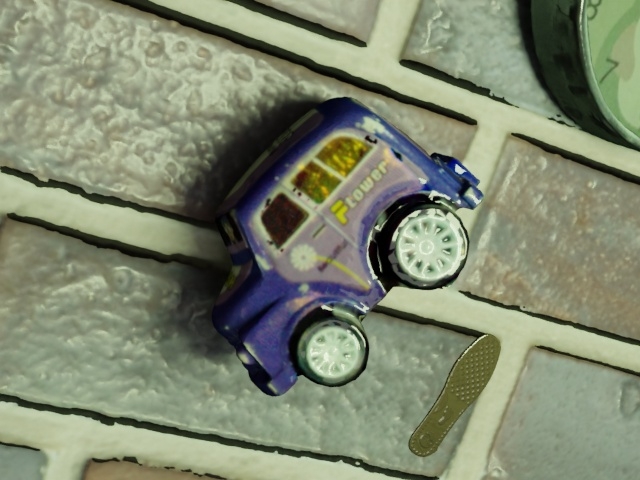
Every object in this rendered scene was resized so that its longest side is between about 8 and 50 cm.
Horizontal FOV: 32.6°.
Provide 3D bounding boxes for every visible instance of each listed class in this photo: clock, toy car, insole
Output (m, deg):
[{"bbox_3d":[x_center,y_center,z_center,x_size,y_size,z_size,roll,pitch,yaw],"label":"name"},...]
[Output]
[{"bbox_3d":[0.331,-0.224,0.940,0.319,0.066,0.319,-9,114,-22],"label":"clock"},{"bbox_3d":[0.000,0.000,0.855,0.158,0.172,0.235,42,91,-10],"label":"toy car"},{"bbox_3d":[0.127,0.147,1.028,0.045,0.002,0.135,34,93,-26],"label":"insole"}]
